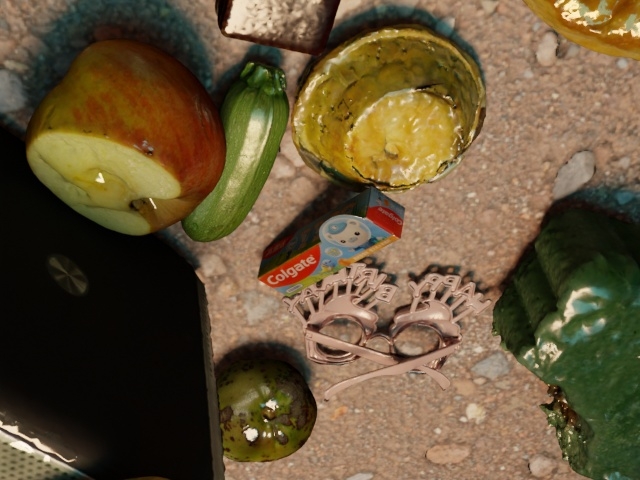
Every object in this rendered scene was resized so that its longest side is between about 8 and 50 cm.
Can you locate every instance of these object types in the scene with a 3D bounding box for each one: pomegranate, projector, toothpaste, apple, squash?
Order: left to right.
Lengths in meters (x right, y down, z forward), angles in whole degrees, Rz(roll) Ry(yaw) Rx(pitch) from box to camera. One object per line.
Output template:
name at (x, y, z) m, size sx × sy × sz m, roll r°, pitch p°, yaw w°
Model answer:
projector at (-0.315, 0.103, 0.959) m, size 0.242 × 0.395 × 0.405 m, roll -40°, pitch 124°, yaw 19°
apple at (-0.176, -0.097, 0.977) m, size 0.173 × 0.160 × 0.195 m, roll 40°, pitch 150°, yaw -4°
squash at (-0.087, -0.085, 1.059) m, size 0.068 × 0.077 × 0.219 m, roll -18°, pitch 140°, yaw -50°
pomegranate at (-0.072, 0.222, 1.252) m, size 0.138 × 0.125 × 0.163 m, roll -13°, pitch 129°, yaw -15°
toothpaste at (0.000, 0.000, 1.103) m, size 0.070 × 0.044 × 0.193 m, roll 31°, pitch 142°, yaw -26°

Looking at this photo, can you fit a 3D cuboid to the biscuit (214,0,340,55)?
biscuit at (0.001, -0.349, 0.881) m, size 0.107 × 0.073 × 0.388 m, roll 9°, pitch 123°, yaw -16°

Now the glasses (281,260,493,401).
glasses at (0.078, 0.106, 1.213) m, size 0.255 × 0.095 × 0.162 m, roll 5°, pitch 117°, yaw -15°

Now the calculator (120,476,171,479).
calculator at (-0.199, 0.260, 0.831) m, size 0.236 × 0.033 × 0.157 m, roll -17°, pitch 127°, yaw -3°

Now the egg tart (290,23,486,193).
egg tart at (0.074, -0.121, 1.052) m, size 0.212 × 0.090 × 0.212 m, roll -5°, pitch 130°, yaw -6°

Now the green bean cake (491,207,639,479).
green bean cake at (0.352, 0.133, 1.229) m, size 0.308 × 0.169 × 0.300 m, roll 16°, pitch 120°, yaw -18°

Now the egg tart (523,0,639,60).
egg tart at (0.310, -0.316, 0.885) m, size 0.341 × 0.132 × 0.341 m, roll 9°, pitch 130°, yaw 11°
